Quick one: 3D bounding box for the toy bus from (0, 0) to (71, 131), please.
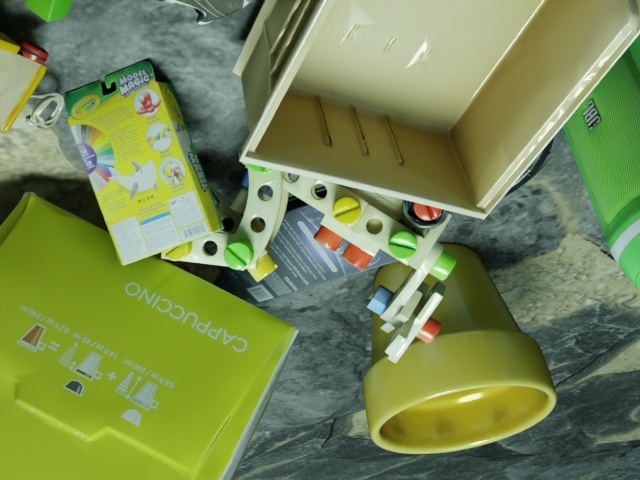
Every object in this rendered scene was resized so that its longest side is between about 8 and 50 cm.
[{"bbox_3d":[-0.313,-0.152,0.687,0.104,0.191,0.202,37,141,7],"label":"toy bus"}]

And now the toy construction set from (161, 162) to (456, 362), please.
[{"bbox_3d":[0.015,0.001,0.892,0.328,0.151,0.215,30,95,-14],"label":"toy construction set"}]

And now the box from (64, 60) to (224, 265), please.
[{"bbox_3d":[-0.176,-0.076,0.817,0.105,0.179,0.043,-19,-175,13],"label":"box"}]

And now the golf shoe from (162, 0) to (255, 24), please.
[{"bbox_3d":[-0.128,-0.229,0.645,0.094,0.077,0.198,-30,142,29],"label":"golf shoe"}]

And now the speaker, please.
[{"bbox_3d":[0.288,-0.103,0.753,0.131,0.296,0.131,-7,148,-5],"label":"speaker"}]

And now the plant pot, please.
[{"bbox_3d":[0.175,0.145,1.171,0.254,0.239,0.254,-7,149,-4],"label":"plant pot"}]

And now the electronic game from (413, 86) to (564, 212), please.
[{"bbox_3d":[0.166,-0.112,0.939,0.229,0.048,0.229,-8,140,-6],"label":"electronic game"}]

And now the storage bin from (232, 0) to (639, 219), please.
[{"bbox_3d":[0.094,-0.171,0.718,0.262,0.123,0.260,12,134,-25],"label":"storage bin"}]

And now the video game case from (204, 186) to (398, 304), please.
[{"bbox_3d":[0.000,0.000,1.095,0.274,0.026,0.196,-18,147,11],"label":"video game case"}]

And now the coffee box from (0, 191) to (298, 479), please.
[{"bbox_3d":[-0.263,0.218,0.933,0.338,0.338,0.334,26,149,3],"label":"coffee box"}]
